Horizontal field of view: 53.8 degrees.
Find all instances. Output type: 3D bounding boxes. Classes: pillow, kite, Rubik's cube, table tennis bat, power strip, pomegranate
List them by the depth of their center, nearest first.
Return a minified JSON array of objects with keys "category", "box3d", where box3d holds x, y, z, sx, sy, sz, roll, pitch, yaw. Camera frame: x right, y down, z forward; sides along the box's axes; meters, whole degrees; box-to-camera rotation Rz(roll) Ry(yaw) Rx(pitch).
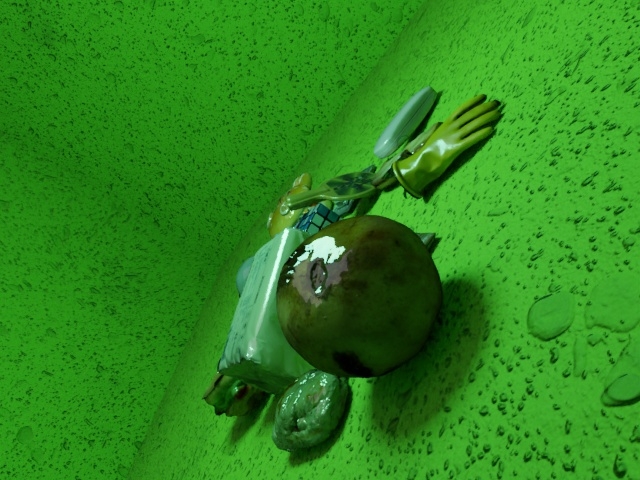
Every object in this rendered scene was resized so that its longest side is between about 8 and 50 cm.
[{"category":"pomegranate","box3d":[0.071,0.106,1.179,0.322,0.322,0.322,-53,14,19]},{"category":"pillow","box3d":[0.194,0.027,1.448,0.113,0.038,0.203,-56,13,-7]},{"category":"kite","box3d":[0.226,-0.175,1.661,0.011,0.139,0.157,-104,8,-51]},{"category":"Rubik's cube","box3d":[0.000,0.000,1.963,0.151,0.154,0.155,-62,14,-21]},{"category":"table tennis bat","box3d":[0.044,-0.156,2.009,0.320,0.050,0.198,-16,26,-9]},{"category":"power strip","box3d":[0.098,-0.179,2.232,0.213,0.064,0.198,-62,12,-18]}]

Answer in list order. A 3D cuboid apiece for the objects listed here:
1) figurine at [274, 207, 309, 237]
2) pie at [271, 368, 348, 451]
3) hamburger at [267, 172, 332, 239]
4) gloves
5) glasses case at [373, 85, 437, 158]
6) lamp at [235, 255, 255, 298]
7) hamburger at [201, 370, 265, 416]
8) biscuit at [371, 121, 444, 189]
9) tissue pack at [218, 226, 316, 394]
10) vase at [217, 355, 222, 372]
[{"category":"figurine","box3d":[-0.054,0.016,2.111,0.153,0.180,0.262,1,49,52]},{"category":"pie","box3d":[-0.028,0.354,1.374,0.248,0.090,0.201,-36,22,49]},{"category":"hamburger","box3d":[-0.081,-0.111,2.466,0.303,0.186,0.261,-58,13,-14]},{"category":"gloves","box3d":[0.318,-0.233,1.528,0.294,0.116,0.133,-40,47,28]},{"category":"glasses case","box3d":[0.267,-0.371,1.980,0.297,0.075,0.113,-51,8,-22]},{"category":"lamp","box3d":[-0.210,0.151,2.370,0.243,0.197,0.198,9,65,51]},{"category":"hamburger","box3d":[-0.233,0.419,1.853,0.237,0.148,0.237,-53,5,7]},{"category":"biscuit","box3d":[0.246,-0.234,1.844,0.154,0.045,0.299,-57,11,-30]},{"category":"tissue pack","box3d":[-0.101,0.191,1.670,0.297,0.207,0.381,-34,36,61]},{"category":"vase","box3d":[-0.258,0.418,2.049,0.182,0.120,0.120,-11,45,52]}]
